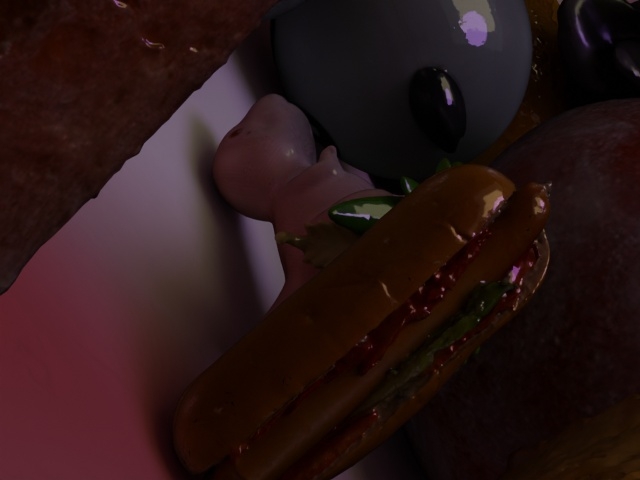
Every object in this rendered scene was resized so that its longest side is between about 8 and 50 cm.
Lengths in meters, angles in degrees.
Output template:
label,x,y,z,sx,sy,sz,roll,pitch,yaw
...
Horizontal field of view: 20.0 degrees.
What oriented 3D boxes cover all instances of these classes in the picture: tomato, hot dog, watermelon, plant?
label,x,y,z,sx,sy,sz,roll,pitch,yaw
tomato,0.197,0.069,1.162,0.282,0.317,0.316,28,11,17
hot dog,0.029,0.046,0.904,0.092,0.235,0.062,49,-7,-19
watermelon,-0.098,-0.108,0.718,0.140,0.256,0.193,45,19,-44
plant,0.307,-0.120,1.441,0.276,0.188,0.199,19,54,-65

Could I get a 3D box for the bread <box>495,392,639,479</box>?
label,x,y,z,sx,sy,sz,roll,pitch,yaw
bread,0.190,0.248,0.826,0.215,0.398,0.398,-23,87,-59

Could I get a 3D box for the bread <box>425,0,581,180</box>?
label,x,y,z,sx,sy,sz,roll,pitch,yaw
bread,0.179,-0.103,1.574,0.328,0.148,0.337,28,41,-59

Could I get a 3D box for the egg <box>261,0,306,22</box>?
label,x,y,z,sx,sy,sz,roll,pitch,yaw
egg,-0.041,-0.240,1.127,0.169,0.169,0.236,46,55,-41

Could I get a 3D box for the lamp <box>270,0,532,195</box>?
label,x,y,z,sx,sy,sz,roll,pitch,yaw
lamp,0.056,-0.134,1.284,0.244,0.198,0.198,84,-16,-79

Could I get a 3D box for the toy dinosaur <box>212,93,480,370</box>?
label,x,y,z,sx,sy,sz,roll,pitch,yaw
toy dinosaur,-0.003,-0.001,1.022,0.152,0.177,0.194,41,58,-57
